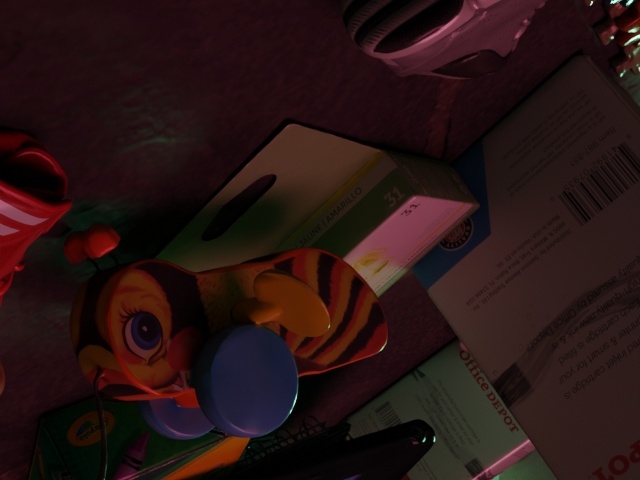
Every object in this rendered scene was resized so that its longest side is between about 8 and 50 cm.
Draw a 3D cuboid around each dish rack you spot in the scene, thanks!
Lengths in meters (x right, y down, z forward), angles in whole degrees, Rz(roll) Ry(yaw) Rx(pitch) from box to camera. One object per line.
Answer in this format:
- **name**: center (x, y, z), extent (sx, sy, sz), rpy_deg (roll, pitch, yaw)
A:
- **dish rack**: center (-0.074, 0.282, 1.266), extent (0.208, 0.074, 0.271), rpy_deg (-23, 154, -26)

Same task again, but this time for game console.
- **game console**: center (-0.091, 0.321, 1.109), extent (0.386, 0.060, 0.342), rpy_deg (-7, 147, -46)

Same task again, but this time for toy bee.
- **toy bee**: center (-0.082, 0.053, 0.683), extent (0.195, 0.162, 0.298), rpy_deg (-16, -172, 28)

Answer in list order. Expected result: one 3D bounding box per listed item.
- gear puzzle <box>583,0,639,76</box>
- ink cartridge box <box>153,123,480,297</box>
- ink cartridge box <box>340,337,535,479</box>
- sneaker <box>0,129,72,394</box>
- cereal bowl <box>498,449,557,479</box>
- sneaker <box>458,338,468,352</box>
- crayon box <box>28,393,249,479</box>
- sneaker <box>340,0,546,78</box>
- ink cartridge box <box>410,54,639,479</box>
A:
- **gear puzzle**: center (0.309, -0.189, 0.860), extent (0.175, 0.044, 0.339), rpy_deg (-39, 157, 12)
- **ink cartridge box**: center (0.000, 0.000, 0.819), extent (0.171, 0.056, 0.235), rpy_deg (-43, 158, 23)
- **ink cartridge box**: center (0.160, 0.237, 1.368), extent (0.218, 0.158, 0.092), rpy_deg (-38, 156, 10)
- **sneaker**: center (-0.179, 0.024, 0.585), extent (0.128, 0.087, 0.221), rpy_deg (-28, 158, -10)
- **cereal bowl**: center (0.372, 0.293, 1.650), extent (0.141, 0.339, 0.339), rpy_deg (23, 132, -13)
- **sneaker**: center (0.316, 0.053, 1.280), extent (0.321, 0.127, 0.126), rpy_deg (-12, 154, 12)
- **crayon box**: center (-0.177, 0.226, 0.995), extent (0.165, 0.081, 0.278), rpy_deg (-19, 153, -31)
- **sneaker**: center (0.125, -0.166, 0.633), extent (0.228, 0.086, 0.132), rpy_deg (-27, 163, 10)
- **ink cartridge box**: center (0.236, 0.043, 0.885), extent (0.223, 0.307, 0.129), rpy_deg (-42, 156, 20)
